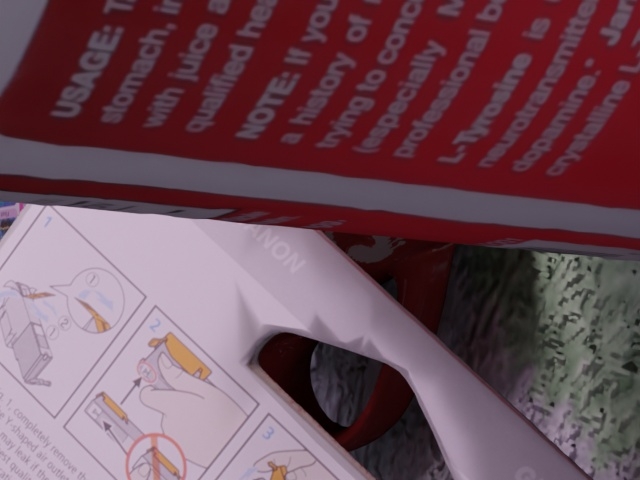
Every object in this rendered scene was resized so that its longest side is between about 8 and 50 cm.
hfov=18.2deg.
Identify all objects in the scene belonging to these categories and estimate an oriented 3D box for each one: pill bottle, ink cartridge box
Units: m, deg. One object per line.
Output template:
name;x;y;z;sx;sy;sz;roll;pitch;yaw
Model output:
pill bottle;-0.027;-0.118;0.518;0.229;0.408;0.229;-14;74;58
ink cartridge box;-0.033;0.130;0.695;0.296;0.066;0.261;43;102;17

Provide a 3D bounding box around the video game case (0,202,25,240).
video game case;-0.110;-0.022;0.797;0.157;0.019;0.143;-7;83;49

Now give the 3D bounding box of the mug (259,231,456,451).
mug;0.003;-0.008;0.779;0.169;0.150;0.113;-31;20;49
